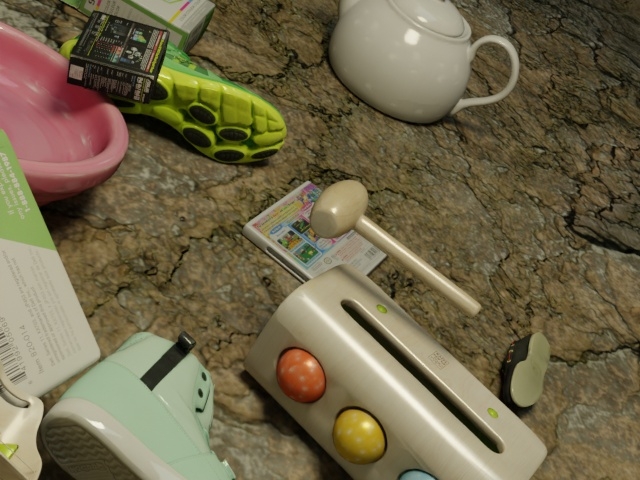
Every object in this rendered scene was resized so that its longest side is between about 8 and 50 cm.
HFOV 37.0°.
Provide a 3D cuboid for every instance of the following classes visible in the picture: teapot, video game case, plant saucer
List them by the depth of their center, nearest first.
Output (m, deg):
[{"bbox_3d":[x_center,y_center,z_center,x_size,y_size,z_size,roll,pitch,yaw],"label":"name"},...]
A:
[{"bbox_3d":[-0.360,-0.136,0.956,0.332,0.084,0.332,27,23,-12],"label":"plant saucer"},{"bbox_3d":[0.000,0.000,1.164,0.143,0.019,0.157,38,36,9],"label":"video game case"},{"bbox_3d":[0.151,-0.320,1.519,0.256,0.187,0.253,6,43,-33],"label":"teapot"}]

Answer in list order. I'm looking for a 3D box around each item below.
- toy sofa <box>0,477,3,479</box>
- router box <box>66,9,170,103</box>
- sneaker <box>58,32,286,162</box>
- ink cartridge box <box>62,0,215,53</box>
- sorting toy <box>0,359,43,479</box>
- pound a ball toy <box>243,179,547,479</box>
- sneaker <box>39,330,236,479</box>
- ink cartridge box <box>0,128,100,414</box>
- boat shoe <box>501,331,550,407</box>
[{"bbox_3d":[-0.182,0.322,0.523,0.177,0.150,0.362,-31,63,-12],"label":"toy sofa"},{"bbox_3d":[-0.223,-0.206,1.068,0.092,0.038,0.122,14,36,-8],"label":"router box"},{"bbox_3d":[-0.173,-0.195,1.187,0.295,0.109,0.123,23,40,-13],"label":"sneaker"},{"bbox_3d":[-0.264,-0.337,1.330,0.209,0.062,0.109,29,36,-4],"label":"ink cartridge box"},{"bbox_3d":[-0.225,0.124,0.662,0.083,0.045,0.075,54,33,-25],"label":"sorting toy"},{"bbox_3d":[0.061,0.124,0.897,0.319,0.208,0.135,43,36,14],"label":"pound a ball toy"},{"bbox_3d":[-0.088,0.183,0.775,0.256,0.094,0.151,47,35,-10],"label":"sneaker"},{"bbox_3d":[-0.344,0.073,0.654,0.353,0.119,0.207,-32,103,-53],"label":"ink cartridge box"},{"bbox_3d":[0.240,0.159,1.139,0.049,0.042,0.133,55,34,-12],"label":"boat shoe"}]
